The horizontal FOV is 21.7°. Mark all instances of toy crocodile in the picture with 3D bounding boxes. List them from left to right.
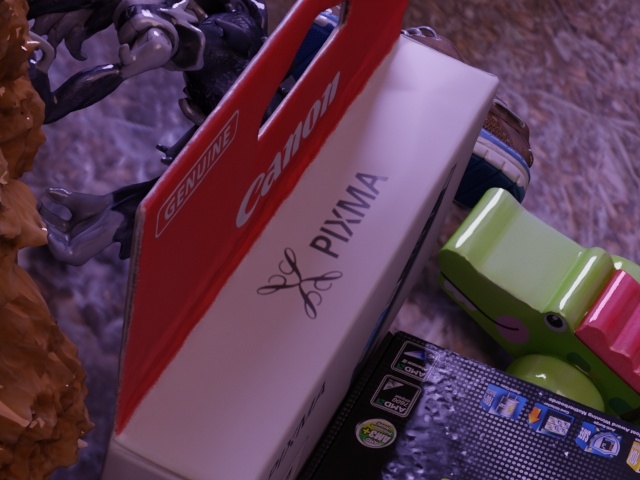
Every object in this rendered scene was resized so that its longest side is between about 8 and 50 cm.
[{"bbox_3d":[0.202,0.106,0.964,0.340,0.105,0.115,48,54,-3],"label":"toy crocodile"}]

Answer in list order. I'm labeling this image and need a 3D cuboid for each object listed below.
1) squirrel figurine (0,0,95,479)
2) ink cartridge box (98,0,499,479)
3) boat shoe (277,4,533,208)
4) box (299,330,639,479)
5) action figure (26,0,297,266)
[{"bbox_3d":[-0.280,0.038,0.578,0.396,0.281,0.371,6,71,-2],"label":"squirrel figurine"},{"bbox_3d":[0.000,0.000,0.728,0.066,0.261,0.296,25,47,8],"label":"ink cartridge box"},{"bbox_3d":[0.052,-0.089,0.995,0.183,0.066,0.066,38,50,-23],"label":"boat shoe"},{"bbox_3d":[0.081,0.142,0.763,0.190,0.045,0.184,22,41,13],"label":"box"},{"bbox_3d":[-0.103,-0.084,0.858,0.275,0.141,0.164,27,45,-49],"label":"action figure"}]
